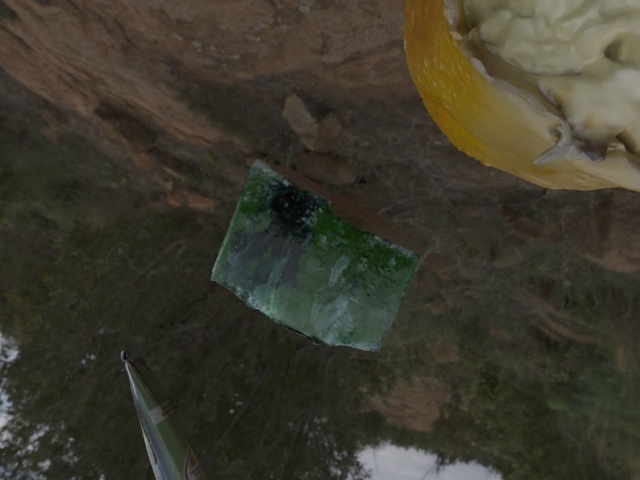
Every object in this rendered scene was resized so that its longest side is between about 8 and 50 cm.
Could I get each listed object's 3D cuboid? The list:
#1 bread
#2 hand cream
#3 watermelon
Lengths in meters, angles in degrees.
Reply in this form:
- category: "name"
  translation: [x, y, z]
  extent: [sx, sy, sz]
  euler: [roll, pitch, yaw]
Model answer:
- category: "bread"
  translation: [0.203, -0.221, 0.534]
  extent: [0.251, 0.360, 0.394]
  euler: [2, -176, -3]
- category: "hand cream"
  translation: [-0.159, 0.225, 0.595]
  extent: [0.055, 0.235, 0.086]
  euler: [-22, 171, -12]
- category: "watermelon"
  translation: [0.005, -0.009, 0.818]
  extent: [0.264, 0.151, 0.302]
  euler: [26, -152, -3]
